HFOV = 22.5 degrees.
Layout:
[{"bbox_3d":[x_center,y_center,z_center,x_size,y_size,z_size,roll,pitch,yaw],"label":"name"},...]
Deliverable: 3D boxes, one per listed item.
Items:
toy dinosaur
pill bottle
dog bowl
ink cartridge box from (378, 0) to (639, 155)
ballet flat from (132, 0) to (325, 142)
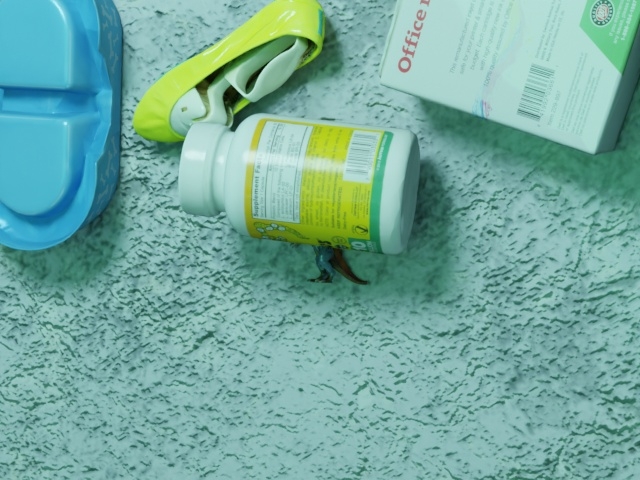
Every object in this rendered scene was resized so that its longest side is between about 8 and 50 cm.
[{"bbox_3d":[0.000,0.000,1.555,0.090,0.047,0.082,4,88,-10],"label":"toy dinosaur"},{"bbox_3d":[-0.019,-0.055,1.483,0.208,0.117,0.117,7,99,10],"label":"pill bottle"},{"bbox_3d":[-0.278,-0.141,1.630,0.166,0.074,0.297,5,98,23],"label":"dog bowl"},{"bbox_3d":[0.176,-0.180,1.418,0.212,0.093,0.154,20,103,19],"label":"ink cartridge box"},{"bbox_3d":[-0.088,-0.149,1.536,0.231,0.077,0.077,-35,48,20],"label":"ballet flat"}]
